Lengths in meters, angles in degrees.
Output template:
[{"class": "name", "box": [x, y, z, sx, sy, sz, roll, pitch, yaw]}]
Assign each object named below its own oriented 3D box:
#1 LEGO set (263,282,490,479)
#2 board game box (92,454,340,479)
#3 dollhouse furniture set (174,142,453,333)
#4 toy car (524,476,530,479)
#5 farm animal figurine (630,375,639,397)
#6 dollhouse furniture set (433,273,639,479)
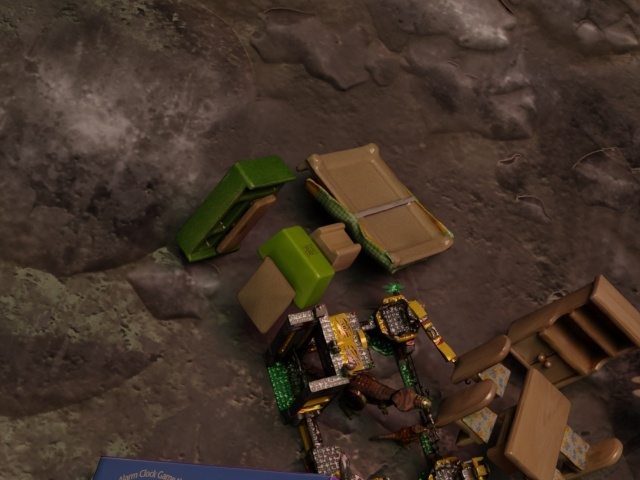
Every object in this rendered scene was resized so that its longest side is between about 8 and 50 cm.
[{"class": "LEGO set", "box": [0.072, 0.199, 1.442, 0.254, 0.192, 0.331, -4, 69, -15]}, {"class": "board game box", "box": [-0.133, 0.357, 1.259, 0.078, 0.347, 0.233, 42, 56, -41]}, {"class": "dollhouse furniture set", "box": [0.000, 0.000, 1.564, 0.301, 0.151, 0.198, -15, 62, -50]}, {"class": "toy car", "box": [0.290, 0.261, 1.554, 0.060, 0.040, 0.122, -5, 68, -16]}, {"class": "farm animal figurine", "box": [0.491, 0.197, 1.537, 0.172, 0.330, 0.327, -6, 103, 17]}, {"class": "dollhouse furniture set", "box": [0.292, 0.183, 1.449, 0.212, 0.161, 0.242, 43, 43, -15]}]
